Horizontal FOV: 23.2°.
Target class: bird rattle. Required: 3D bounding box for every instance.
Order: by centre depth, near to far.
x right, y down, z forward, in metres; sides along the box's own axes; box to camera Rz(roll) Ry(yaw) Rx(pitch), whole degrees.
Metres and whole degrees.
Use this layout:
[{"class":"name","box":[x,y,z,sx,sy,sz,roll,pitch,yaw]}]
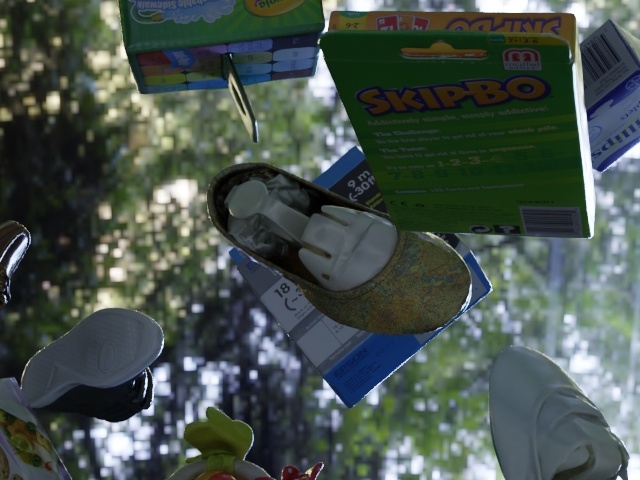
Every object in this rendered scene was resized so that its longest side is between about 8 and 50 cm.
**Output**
[{"class":"bird rattle","box":[-0.126,0.378,2.306,0.207,0.143,0.253,-25,-133,-38]}]

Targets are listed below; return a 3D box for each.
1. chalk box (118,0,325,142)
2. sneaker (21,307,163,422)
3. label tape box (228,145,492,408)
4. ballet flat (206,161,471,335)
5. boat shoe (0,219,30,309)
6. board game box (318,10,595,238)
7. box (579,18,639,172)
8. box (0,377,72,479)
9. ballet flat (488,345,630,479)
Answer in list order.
[{"class":"chalk box","box":[-0.096,-0.235,1.423,0.179,0.288,0.180,-6,172,-4]},{"class":"sneaker","box":[-0.261,0.167,2.067,0.147,0.104,0.296,15,152,-38]},{"class":"label tape box","box":[0.025,0.016,2.015,0.241,0.106,0.333,-40,-129,-1]},{"class":"ballet flat","box":[0.000,0.000,1.533,0.123,0.123,0.348,-14,-156,-34]},{"class":"boat shoe","box":[-0.362,0.054,1.687,0.060,0.064,0.178,20,-126,18]},{"class":"board game box","box":[0.083,-0.062,0.855,0.124,0.039,0.259,2,162,13]},{"class":"box","box":[0.297,-0.148,1.628,0.137,0.126,0.072,17,-140,-53]},{"class":"box","box":[-0.327,0.302,1.819,0.063,0.067,0.324,-3,-130,-47]},{"class":"ballet flat","box":[0.272,0.280,1.597,0.139,0.139,0.400,-3,-115,-9]}]
